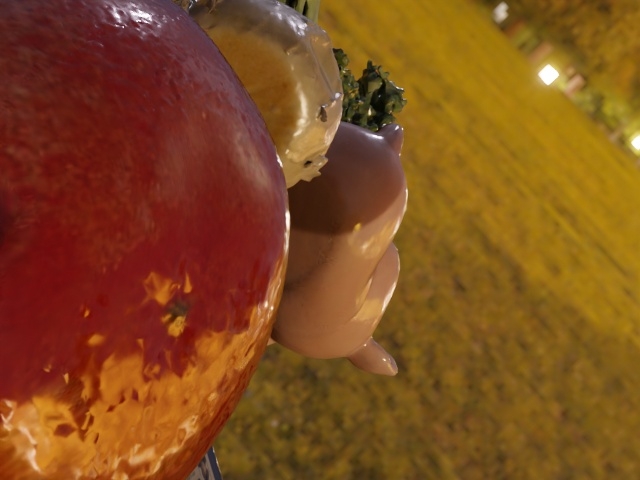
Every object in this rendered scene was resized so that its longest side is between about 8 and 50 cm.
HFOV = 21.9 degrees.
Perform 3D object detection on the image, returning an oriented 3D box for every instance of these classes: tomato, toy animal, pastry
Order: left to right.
[{"bbox_3d":[-0.117,0.017,0.738,0.143,0.338,0.338,6,-16,34],"label":"tomato"},{"bbox_3d":[-0.062,-0.105,1.221,0.166,0.166,0.088,47,15,0],"label":"pastry"},{"bbox_3d":[0.007,0.007,1.544,0.166,0.250,0.154,20,39,19],"label":"toy animal"}]

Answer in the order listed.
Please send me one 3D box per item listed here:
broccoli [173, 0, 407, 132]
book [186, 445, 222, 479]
[{"bbox_3d":[-0.093,-0.176,1.750,0.375,0.249,0.302,20,47,2],"label":"broccoli"},{"bbox_3d":[-0.192,0.305,1.995,0.300,0.039,0.428,-32,107,-69],"label":"book"}]
